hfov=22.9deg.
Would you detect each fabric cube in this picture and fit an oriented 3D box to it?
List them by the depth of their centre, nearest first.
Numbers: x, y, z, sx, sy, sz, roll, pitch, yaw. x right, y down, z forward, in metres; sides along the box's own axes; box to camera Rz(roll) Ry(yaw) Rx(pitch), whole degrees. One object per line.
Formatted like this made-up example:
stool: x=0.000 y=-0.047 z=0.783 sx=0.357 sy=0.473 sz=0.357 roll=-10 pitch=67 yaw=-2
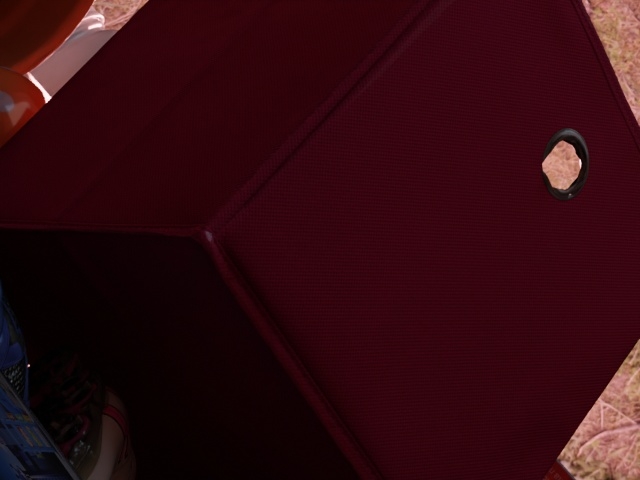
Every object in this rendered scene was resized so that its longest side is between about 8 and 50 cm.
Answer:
fabric cube: x=0.000 y=0.000 z=0.854 sx=0.259 sy=0.258 sz=0.254 roll=4 pitch=-46 yaw=48

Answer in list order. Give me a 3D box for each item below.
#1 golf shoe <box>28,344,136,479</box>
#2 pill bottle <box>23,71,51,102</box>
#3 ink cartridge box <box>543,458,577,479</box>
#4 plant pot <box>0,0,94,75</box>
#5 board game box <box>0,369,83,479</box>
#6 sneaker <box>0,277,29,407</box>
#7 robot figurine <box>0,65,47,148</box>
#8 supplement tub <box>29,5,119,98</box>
golf shoe: x=-0.113 y=0.105 z=0.755 sx=0.086 sy=0.067 sz=0.186 roll=54 pitch=-4 yaw=-11
pill bottle: x=-0.245 y=-0.055 z=1.264 sx=0.121 sy=0.121 sz=0.221 roll=50 pitch=-4 yaw=30
ink cartridge box: x=0.116 y=0.301 z=1.418 sx=0.114 sy=0.273 sz=0.197 roll=48 pitch=-4 yaw=1
plant pot: x=-0.313 y=-0.256 z=1.103 sx=0.203 sy=0.291 sz=0.291 roll=22 pitch=-25 yaw=47
board game box: x=-0.113 y=0.083 z=0.456 sx=0.194 sy=0.060 sz=0.194 roll=51 pitch=-2 yaw=9
sneaker: x=-0.176 y=0.024 z=0.690 sx=0.221 sy=0.083 sz=0.087 roll=-124 pitch=-168 yaw=-58
robot figurine: x=-0.184 y=-0.013 z=0.950 sx=0.128 sy=0.158 sz=0.219 roll=-6 pitch=-51 yaw=48
supplement tub: x=-0.270 y=-0.111 z=1.974 sx=0.331 sy=0.241 sz=0.241 roll=51 pitch=-4 yaw=0
